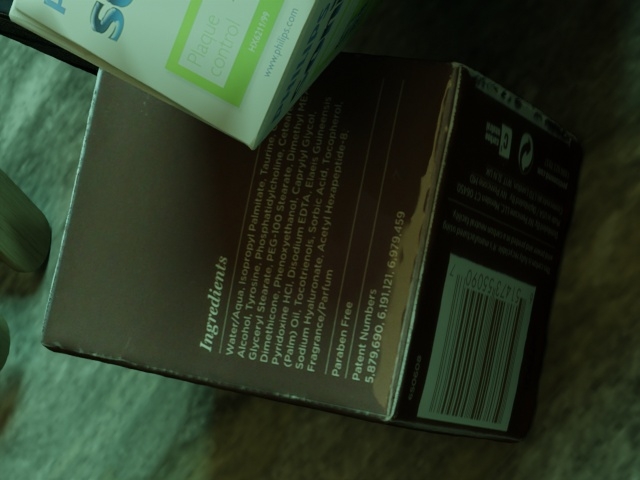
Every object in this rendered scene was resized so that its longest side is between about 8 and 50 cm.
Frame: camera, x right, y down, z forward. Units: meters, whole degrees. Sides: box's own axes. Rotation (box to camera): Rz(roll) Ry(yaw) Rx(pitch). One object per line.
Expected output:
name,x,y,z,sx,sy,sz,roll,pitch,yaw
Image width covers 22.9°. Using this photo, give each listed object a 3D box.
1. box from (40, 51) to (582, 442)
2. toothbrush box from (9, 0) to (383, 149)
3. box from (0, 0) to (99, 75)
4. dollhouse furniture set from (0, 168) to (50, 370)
box,0.000,0.000,0.805,0.203,0.168,0.167,9,85,29
toothbrush box,0.003,-0.199,0.688,0.122,0.283,0.206,29,121,5
box,-0.115,-0.172,0.880,0.108,0.207,0.153,18,88,30
dollhouse furniture set,-0.290,0.077,0.993,0.212,0.161,0.242,1,58,29
